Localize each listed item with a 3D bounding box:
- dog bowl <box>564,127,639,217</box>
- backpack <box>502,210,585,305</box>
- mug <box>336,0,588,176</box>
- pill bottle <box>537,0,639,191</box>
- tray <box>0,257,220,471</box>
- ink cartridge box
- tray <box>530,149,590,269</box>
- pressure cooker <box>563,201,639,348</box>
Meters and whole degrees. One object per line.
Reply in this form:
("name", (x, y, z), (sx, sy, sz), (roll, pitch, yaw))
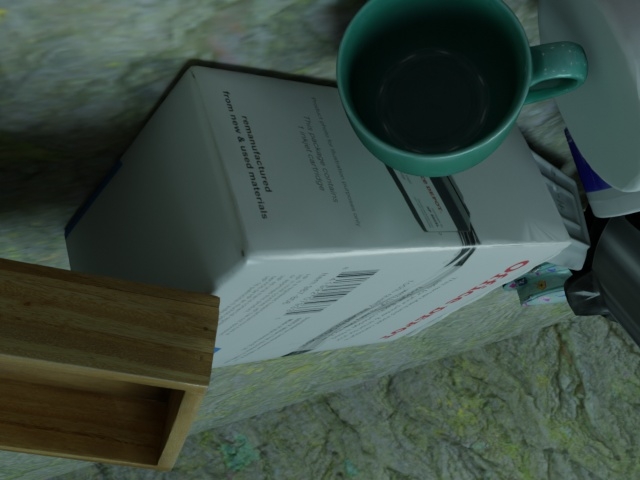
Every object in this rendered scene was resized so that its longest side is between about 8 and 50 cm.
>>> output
("dog bowl", (0.394, -0.118, 0.744), (0.265, 0.104, 0.265), (-21, 180, 0))
("backpack", (0.413, 0.030, 1.245), (0.166, 0.144, 0.188), (-1, 152, -31))
("mug", (0.093, -0.105, 0.530), (0.129, 0.158, 0.097), (-60, 170, -1))
("pill bottle", (0.359, -0.174, 0.513), (0.361, 0.204, 0.204), (-21, 161, 3))
("tray", (-0.293, 0.075, 0.512), (0.411, 0.076, 0.203), (11, 145, -13))
("ink cartridge box", (0.000, 0.000, 0.712), (0.395, 0.166, 0.285), (-1, 155, -40))
("tray", (0.283, -0.044, 0.896), (0.030, 0.145, 0.270), (-17, 165, 30))
("pressure cooker", (0.561, 0.025, 0.984), (0.370, 0.420, 0.375), (4, 126, -21))
